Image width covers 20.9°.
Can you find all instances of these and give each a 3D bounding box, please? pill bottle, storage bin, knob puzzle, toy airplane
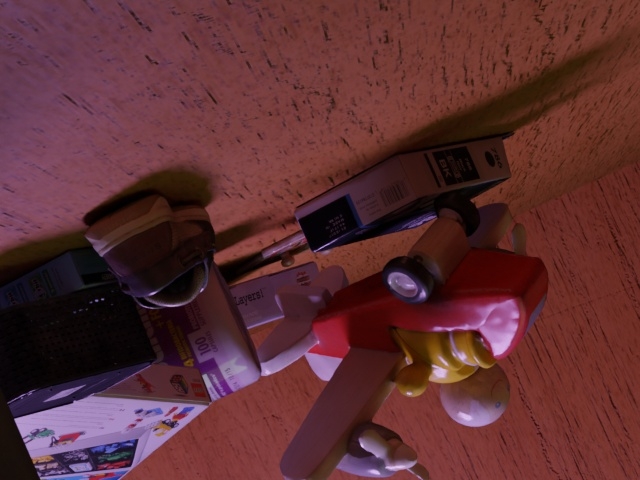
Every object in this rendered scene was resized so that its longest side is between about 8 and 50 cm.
[{"bbox_3d":[-0.237,0.149,2.067,0.301,0.169,0.169,-25,174,0],"label":"pill bottle"},{"bbox_3d":[-0.261,0.111,1.659,0.122,0.084,0.180,-29,168,36],"label":"storage bin"},{"bbox_3d":[0.000,0.000,2.365,0.213,0.030,0.213,-23,174,-3],"label":"knob puzzle"},{"bbox_3d":[0.109,0.125,2.092,0.386,0.272,0.384,-41,-167,7],"label":"toy airplane"}]

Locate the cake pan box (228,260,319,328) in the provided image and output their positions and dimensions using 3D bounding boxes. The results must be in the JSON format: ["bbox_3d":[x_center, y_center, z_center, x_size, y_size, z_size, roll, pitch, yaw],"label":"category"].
[{"bbox_3d":[-0.163,0.110,2.396,0.267,0.070,0.245,-16,175,-45],"label":"cake pan box"}]

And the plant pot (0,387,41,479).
[{"bbox_3d":[-0.345,0.215,1.286,0.341,0.334,0.341,-30,176,-2],"label":"plant pot"}]

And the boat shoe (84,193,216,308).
[{"bbox_3d":[-0.149,0.019,1.630,0.102,0.092,0.285,-24,174,2],"label":"boat shoe"}]

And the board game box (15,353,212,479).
[{"bbox_3d":[-0.289,0.197,1.869,0.193,0.053,0.305,-40,149,29],"label":"board game box"}]

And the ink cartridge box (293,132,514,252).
[{"bbox_3d":[0.122,-0.062,2.145,0.165,0.065,0.332,-29,174,32],"label":"ink cartridge box"}]

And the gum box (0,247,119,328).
[{"bbox_3d":[-0.275,0.060,1.741,0.184,0.041,0.157,-27,172,23],"label":"gum box"}]

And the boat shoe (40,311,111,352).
[{"bbox_3d":[-0.316,0.108,1.876,0.206,0.075,0.065,-28,174,-25],"label":"boat shoe"}]
